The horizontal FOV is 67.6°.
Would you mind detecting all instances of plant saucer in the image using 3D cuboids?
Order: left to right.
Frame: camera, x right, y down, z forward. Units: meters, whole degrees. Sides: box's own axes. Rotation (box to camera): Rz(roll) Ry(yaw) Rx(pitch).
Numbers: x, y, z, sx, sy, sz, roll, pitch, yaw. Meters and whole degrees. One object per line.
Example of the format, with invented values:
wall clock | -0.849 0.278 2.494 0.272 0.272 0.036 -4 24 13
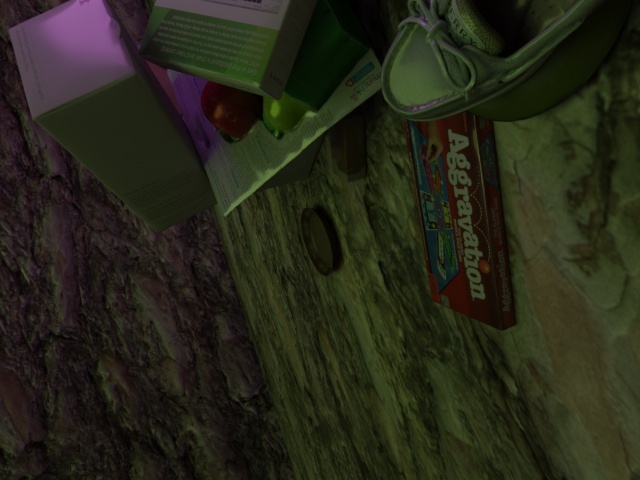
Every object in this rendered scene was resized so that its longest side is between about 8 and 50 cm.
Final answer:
plant saucer | 0.000 0.000 1.119 0.168 0.029 0.169 53 153 41
plant saucer | 0.162 -0.231 0.446 0.241 0.037 0.241 40 139 48

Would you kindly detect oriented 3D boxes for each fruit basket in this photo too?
fruit basket | -0.093 -0.263 0.766 0.353 0.165 0.327 -38 69 35

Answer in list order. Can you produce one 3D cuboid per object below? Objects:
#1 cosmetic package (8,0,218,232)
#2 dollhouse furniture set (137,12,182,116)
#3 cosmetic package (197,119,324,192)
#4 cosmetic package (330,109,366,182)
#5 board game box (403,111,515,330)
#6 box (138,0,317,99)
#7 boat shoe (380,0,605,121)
cosmetic package | -0.316 -0.190 0.810 0.197 0.155 0.366 62 177 25
dollhouse furniture set | -0.348 -0.370 1.192 0.394 0.362 0.256 27 157 -3
cosmetic package | -0.128 -0.210 0.991 0.138 0.223 0.225 65 159 17
cosmetic package | 0.047 -0.167 0.834 0.060 0.041 0.115 44 146 53
board game box | 0.178 -0.033 0.626 0.145 0.027 0.282 19 124 64
box | -0.099 -0.369 0.638 0.232 0.058 0.322 24 93 26
boat shoe | 0.147 -0.188 0.338 0.320 0.103 0.118 -25 88 50
